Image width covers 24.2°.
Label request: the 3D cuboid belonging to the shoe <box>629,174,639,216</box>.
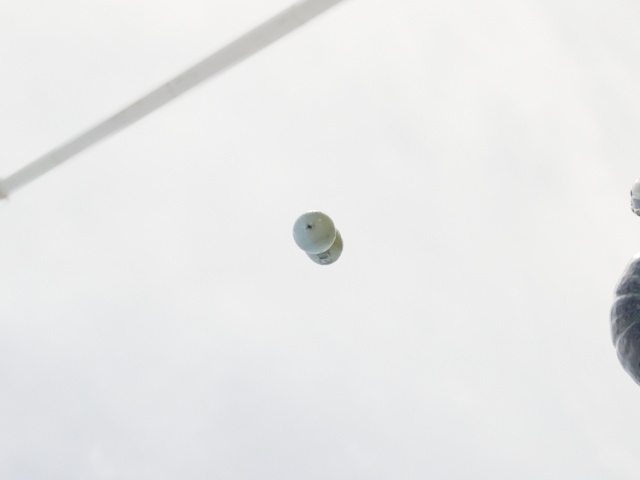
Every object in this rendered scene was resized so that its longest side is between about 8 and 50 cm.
[{"bbox_3d":[0.348,-0.066,1.304,0.089,0.180,0.092,-11,-85,-47],"label":"shoe"}]

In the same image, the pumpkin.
[{"bbox_3d":[0.501,0.098,1.930,0.216,0.250,0.250,18,-127,-38],"label":"pumpkin"}]

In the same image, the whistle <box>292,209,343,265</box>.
[{"bbox_3d":[0.000,0.000,1.196,0.100,0.035,0.035,53,-159,-71],"label":"whistle"}]
